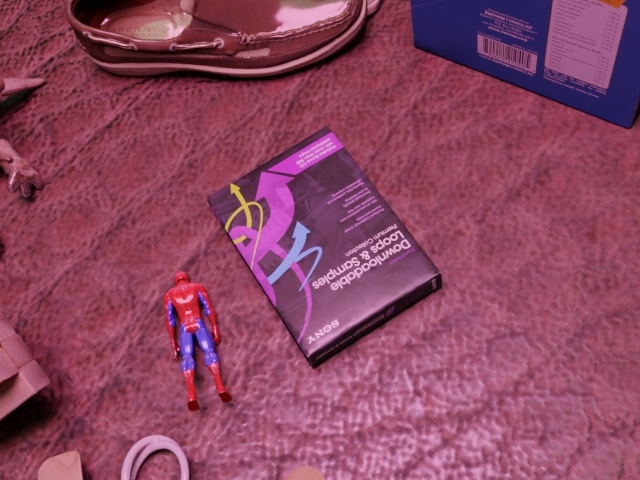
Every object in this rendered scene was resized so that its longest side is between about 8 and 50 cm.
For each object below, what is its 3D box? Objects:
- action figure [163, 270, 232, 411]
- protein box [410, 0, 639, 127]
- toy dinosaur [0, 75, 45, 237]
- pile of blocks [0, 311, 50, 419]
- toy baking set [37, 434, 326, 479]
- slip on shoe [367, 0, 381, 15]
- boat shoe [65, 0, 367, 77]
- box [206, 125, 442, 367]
[{"bbox_3d":[-0.094,0.070,0.596,0.038,0.030,0.115,-16,57,-4],"label":"action figure"},{"bbox_3d":[0.180,-0.223,0.595,0.200,0.201,0.136,27,71,21],"label":"protein box"},{"bbox_3d":[-0.360,-0.060,0.663,0.200,0.127,0.295,9,60,22],"label":"toy dinosaur"},{"bbox_3d":[-0.374,0.117,0.544,0.362,0.112,0.148,-10,98,16],"label":"pile of blocks"},{"bbox_3d":[-0.084,0.231,0.515,0.256,0.030,0.196,8,62,14],"label":"toy baking set"},{"bbox_3d":[0.037,-0.266,0.733,0.051,0.041,0.135,5,64,13],"label":"slip on shoe"},{"bbox_3d":[-0.091,-0.191,0.682,0.258,0.095,0.095,-8,76,10],"label":"boat shoe"},{"bbox_3d":[0.000,0.000,0.613,0.116,0.029,0.162,-32,64,-6],"label":"box"}]
